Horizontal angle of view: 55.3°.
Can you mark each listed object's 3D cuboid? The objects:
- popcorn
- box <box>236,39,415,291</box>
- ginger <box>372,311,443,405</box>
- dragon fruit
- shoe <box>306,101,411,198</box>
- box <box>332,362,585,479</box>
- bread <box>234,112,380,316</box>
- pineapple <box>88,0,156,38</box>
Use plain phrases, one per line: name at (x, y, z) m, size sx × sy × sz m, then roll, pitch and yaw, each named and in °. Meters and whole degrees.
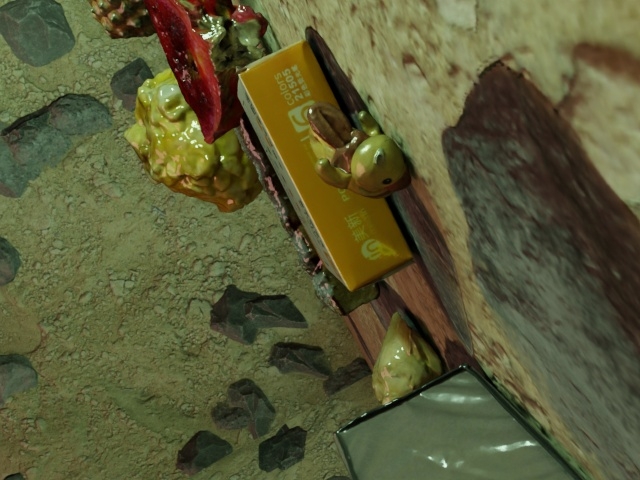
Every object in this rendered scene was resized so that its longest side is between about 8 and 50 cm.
popcorn at (-0.290, -0.271, 1.562) m, size 0.390 × 0.354 × 0.344 m, roll 21°, pitch 159°, yaw -13°
box at (-0.002, -0.085, 0.744) m, size 0.274 × 0.091 × 0.221 m, roll 62°, pitch 177°, yaw -6°
ginger at (0.126, 0.197, 0.973) m, size 0.115 × 0.123 × 0.193 m, roll 41°, pitch -178°, yaw -1°
dragon fruit at (-0.140, -0.280, 0.887) m, size 0.211 × 0.134 × 0.262 m, roll 25°, pitch 140°, yaw 59°
shoe at (0.027, -0.079, 0.551) m, size 0.109 × 0.072 × 0.069 m, roll 59°, pitch 180°, yaw 32°
box at (0.147, 0.263, 0.596) m, size 0.153 × 0.188 × 0.252 m, roll 63°, pitch 178°, yaw -23°
bread at (-0.033, -0.070, 1.107) m, size 0.417 × 0.113 × 0.165 m, roll 63°, pitch 174°, yaw -6°
pineapple at (-0.355, -0.537, 1.055) m, size 0.175 × 0.175 × 0.361 m, roll -122°, pitch 19°, yaw -44°
